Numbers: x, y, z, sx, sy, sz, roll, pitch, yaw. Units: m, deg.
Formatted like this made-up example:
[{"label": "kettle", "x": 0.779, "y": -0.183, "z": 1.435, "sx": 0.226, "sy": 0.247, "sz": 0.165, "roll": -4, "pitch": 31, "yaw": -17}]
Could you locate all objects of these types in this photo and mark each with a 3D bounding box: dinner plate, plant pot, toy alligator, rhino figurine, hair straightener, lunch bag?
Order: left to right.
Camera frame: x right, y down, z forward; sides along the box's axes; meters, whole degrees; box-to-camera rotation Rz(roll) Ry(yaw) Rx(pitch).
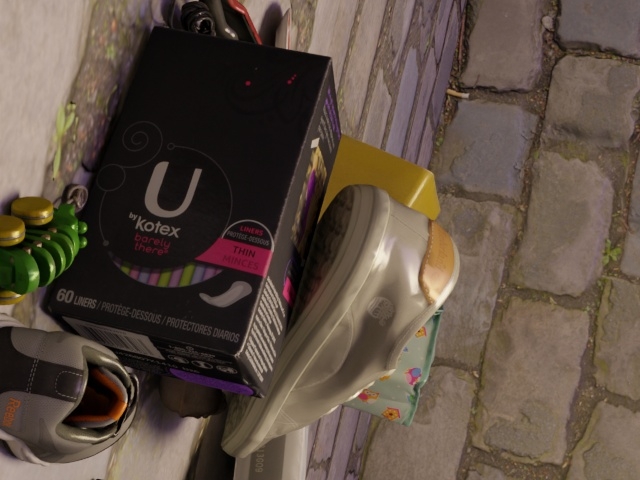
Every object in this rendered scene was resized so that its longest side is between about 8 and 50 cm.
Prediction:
[{"label": "toy alligator", "x": -0.191, "y": -0.001, "z": 0.752, "sx": 0.190, "sy": 0.051, "sz": 0.056, "roll": -54, "pitch": 153, "yaw": -64}, {"label": "rhino figurine", "x": -0.120, "y": 0.073, "z": 1.123, "sx": 0.106, "sy": 0.073, "sz": 0.243, "roll": -12, "pitch": 112, "yaw": -81}, {"label": "hair straightener", "x": -0.098, "y": -0.195, "z": 0.990, "sx": 0.230, "sy": 0.047, "sz": 0.089, "roll": 83, "pitch": 28, "yaw": -79}, {"label": "dinner plate", "x": -0.046, "y": -0.208, "z": 1.280, "sx": 0.141, "sy": 0.017, "sz": 0.141, "roll": 2, "pitch": 90, "yaw": -89}, {"label": "plant pot", "x": 0.022, "y": -0.023, "z": 1.428, "sx": 0.187, "sy": 0.212, "sz": 0.212, "roll": -64, "pitch": 167, "yaw": -7}, {"label": "lunch bag", "x": 0.095, "y": 0.165, "z": 1.866, "sx": 0.262, "sy": 0.223, "sz": 0.160, "roll": -66, "pitch": 171, "yaw": -47}]

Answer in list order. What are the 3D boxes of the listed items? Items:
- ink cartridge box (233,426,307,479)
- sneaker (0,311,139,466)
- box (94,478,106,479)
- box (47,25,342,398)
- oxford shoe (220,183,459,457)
[{"label": "ink cartridge box", "x": -0.058, "y": 0.347, "z": 1.477, "sx": 0.308, "sy": 0.091, "sz": 0.385, "roll": -87, "pitch": 177, "yaw": -48}, {"label": "sneaker", "x": -0.181, "y": 0.122, "z": 0.787, "sx": 0.271, "sy": 0.108, "sz": 0.100, "roll": 63, "pitch": 39, "yaw": -74}, {"label": "box", "x": -0.233, "y": 0.368, "z": 0.857, "sx": 0.322, "sy": 0.079, "sz": 0.257, "roll": -20, "pitch": 123, "yaw": -77}, {"label": "box", "x": -0.094, "y": -0.024, "z": 0.908, "sx": 0.143, "sy": 0.165, "sz": 0.270, "roll": 77, "pitch": 26, "yaw": -67}, {"label": "oxford shoe", "x": 0.003, "y": 0.110, "z": 1.054, "sx": 0.449, "sy": 0.130, "sz": 0.169, "roll": 125, "pitch": -20, "yaw": -50}]
